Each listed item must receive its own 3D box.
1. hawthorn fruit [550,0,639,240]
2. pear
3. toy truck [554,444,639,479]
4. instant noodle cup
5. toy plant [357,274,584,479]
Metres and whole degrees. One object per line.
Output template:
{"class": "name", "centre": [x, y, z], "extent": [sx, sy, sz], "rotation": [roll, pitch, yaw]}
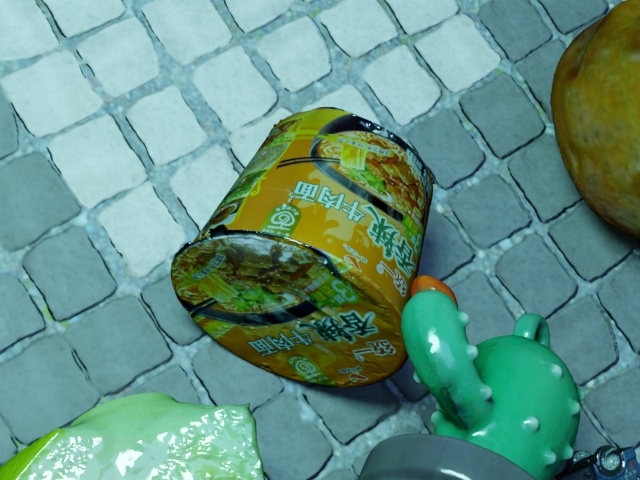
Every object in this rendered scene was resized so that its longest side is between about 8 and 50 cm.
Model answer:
{"class": "hawthorn fruit", "centre": [0.379, -0.103, 1.432], "extent": [0.277, 0.277, 0.298], "rotation": [-6, 92, -19]}
{"class": "pear", "centre": [-0.169, 0.283, 1.171], "extent": [0.281, 0.176, 0.287], "rotation": [-8, 73, -16]}
{"class": "toy truck", "centre": [0.222, 0.264, 1.346], "extent": [0.201, 0.074, 0.088], "rotation": [-18, 82, -21]}
{"class": "instant noodle cup", "centre": [0.000, 0.000, 1.304], "extent": [0.230, 0.230, 0.182], "rotation": [28, 57, -6]}
{"class": "toy plant", "centre": [0.120, 0.203, 1.153], "extent": [0.279, 0.185, 0.400], "rotation": [46, 50, -10]}
